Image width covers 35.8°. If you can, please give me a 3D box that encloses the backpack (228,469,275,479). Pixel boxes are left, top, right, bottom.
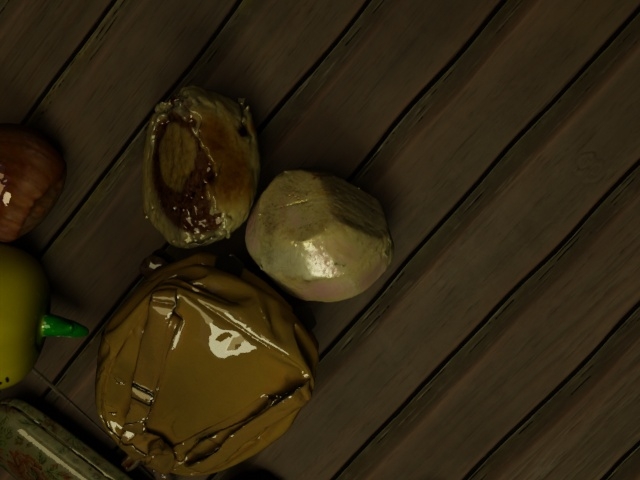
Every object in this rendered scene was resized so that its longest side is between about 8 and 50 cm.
[{"bbox_3d":[-0.145,0.491,1.770,0.106,0.120,0.165,39,106,23],"label":"backpack"}]

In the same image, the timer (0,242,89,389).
[{"bbox_3d":[-0.535,0.135,1.701,0.285,0.285,0.285,2,101,10],"label":"timer"}]

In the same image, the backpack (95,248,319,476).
[{"bbox_3d":[-0.196,0.201,1.591,0.353,0.201,0.378,42,113,-10],"label":"backpack"}]

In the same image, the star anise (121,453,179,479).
[{"bbox_3d":[-0.279,0.338,1.778,0.229,0.093,0.236,-17,94,18],"label":"star anise"}]

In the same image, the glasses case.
[{"bbox_3d":[-0.439,0.444,1.807,0.425,0.098,0.156,36,133,2],"label":"glasses case"}]

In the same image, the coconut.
[{"bbox_3d":[0.000,0.000,1.590,0.237,0.237,0.197,27,71,4],"label":"coconut"}]

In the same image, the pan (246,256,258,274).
[{"bbox_3d":[-0.142,0.118,1.729,0.115,0.040,0.212,21,111,6],"label":"pan"}]

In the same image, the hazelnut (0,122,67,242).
[{"bbox_3d":[-0.546,-0.104,1.681,0.214,0.176,0.214,-15,121,-27],"label":"hazelnut"}]

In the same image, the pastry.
[{"bbox_3d":[-0.185,-0.117,1.625,0.170,0.237,0.255,-7,87,-32],"label":"pastry"}]
